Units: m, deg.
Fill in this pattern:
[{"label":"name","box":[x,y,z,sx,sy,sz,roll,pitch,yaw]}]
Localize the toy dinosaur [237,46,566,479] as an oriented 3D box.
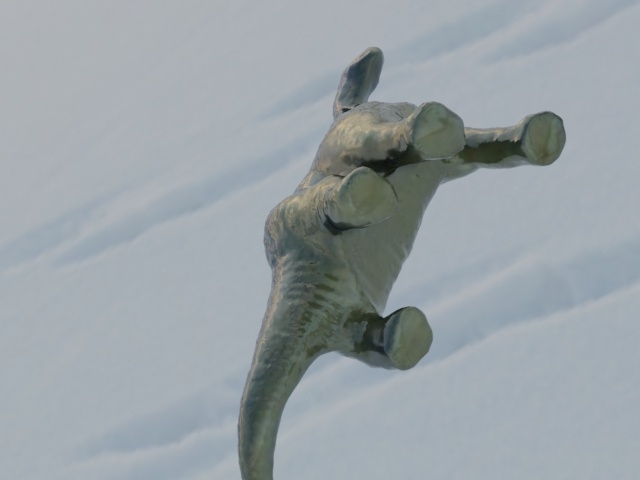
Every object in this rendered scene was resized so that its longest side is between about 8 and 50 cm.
[{"label":"toy dinosaur","box":[0.000,0.000,0.624,0.247,0.075,0.188,-60,21,-18]}]
